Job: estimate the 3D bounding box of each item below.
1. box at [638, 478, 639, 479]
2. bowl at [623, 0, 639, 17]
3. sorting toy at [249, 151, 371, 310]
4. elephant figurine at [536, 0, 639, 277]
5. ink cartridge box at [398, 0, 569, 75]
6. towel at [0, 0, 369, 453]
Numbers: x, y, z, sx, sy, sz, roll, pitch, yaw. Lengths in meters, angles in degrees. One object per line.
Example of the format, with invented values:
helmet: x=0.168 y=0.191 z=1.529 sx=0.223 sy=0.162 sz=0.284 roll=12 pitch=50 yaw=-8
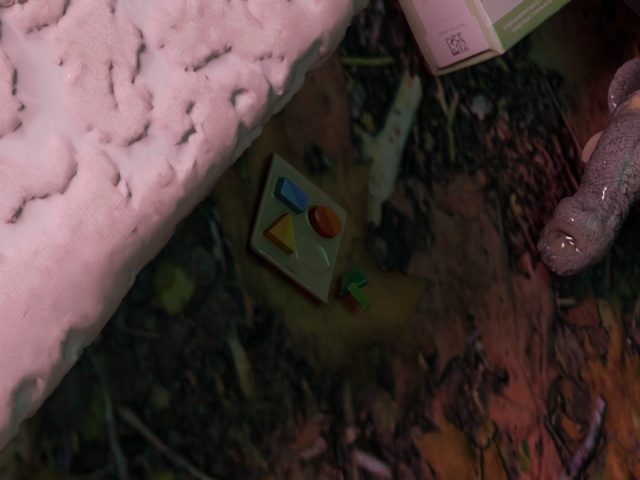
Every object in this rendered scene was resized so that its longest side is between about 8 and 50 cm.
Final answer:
box: x=0.231 y=0.200 z=1.127 sx=0.186 sy=0.038 sz=0.145 roll=-29 pitch=97 yaw=-52
bowl: x=0.265 y=-0.191 z=1.303 sx=0.142 sy=0.053 sz=0.142 roll=35 pitch=44 yaw=-17
sorting toy: x=0.000 y=0.000 z=0.948 sx=0.083 sy=0.012 sz=0.062 roll=38 pitch=47 yaw=-35
elephant figurine: x=0.235 y=-0.080 z=1.180 sx=0.169 sy=0.186 sz=0.239 roll=150 pitch=-49 yaw=-88
ink cartridge box: x=0.070 y=-0.231 z=1.106 sx=0.171 sy=0.056 sz=0.235 roll=-40 pitch=108 yaw=-51
towel: x=-0.153 y=-0.104 z=0.680 sx=0.317 sy=0.053 sz=0.332 roll=51 pitch=63 yaw=-25
